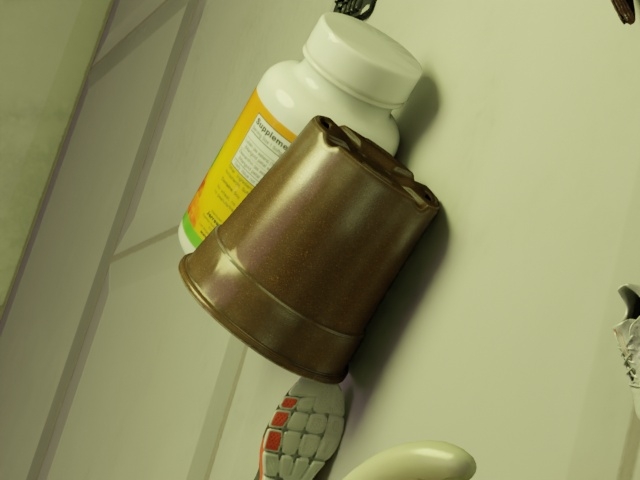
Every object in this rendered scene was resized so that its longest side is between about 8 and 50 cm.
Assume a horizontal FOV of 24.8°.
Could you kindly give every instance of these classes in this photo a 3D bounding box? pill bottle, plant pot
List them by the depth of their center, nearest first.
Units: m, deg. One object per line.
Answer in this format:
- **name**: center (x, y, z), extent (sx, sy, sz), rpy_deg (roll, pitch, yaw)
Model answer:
- **plant pot**: center (0.000, 0.000, 1.169), extent (0.165, 0.167, 0.167), rpy_deg (-54, 23, 12)
- **pill bottle**: center (-0.014, -0.073, 1.289), extent (0.246, 0.136, 0.136), rpy_deg (-58, 22, 23)

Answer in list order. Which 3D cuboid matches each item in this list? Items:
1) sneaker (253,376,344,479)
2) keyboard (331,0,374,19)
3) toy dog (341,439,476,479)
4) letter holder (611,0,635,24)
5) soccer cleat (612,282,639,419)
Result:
- **sneaker**: center (-0.031, 0.180, 1.183), extent (0.158, 0.061, 0.065), rpy_deg (-69, 14, -6)
- **keyboard**: center (0.048, -0.310, 1.545), extent (0.108, 0.023, 0.180), rpy_deg (-13, 56, 66)
- **toy dog**: center (0.031, 0.306, 0.672), extent (0.395, 0.284, 0.408), rpy_deg (-50, 18, -12)
- **letter holder**: center (0.220, -0.320, 0.988), extent (0.152, 0.214, 0.302), rpy_deg (-21, 40, 19)
- **soccer cleat**: center (0.179, 0.062, 0.814), extent (0.029, 0.035, 0.083), rpy_deg (-38, 35, 53)
